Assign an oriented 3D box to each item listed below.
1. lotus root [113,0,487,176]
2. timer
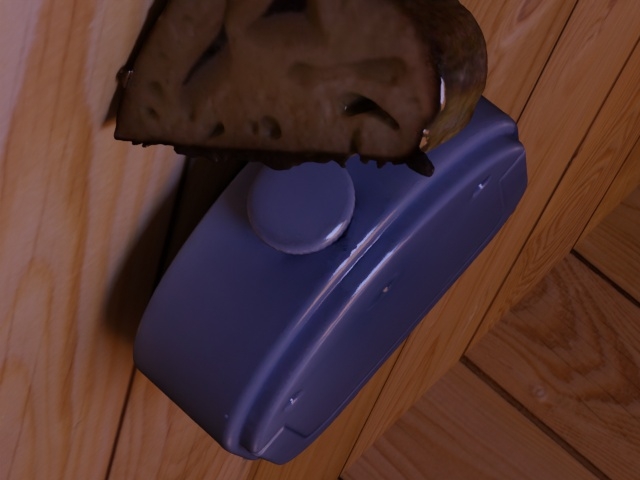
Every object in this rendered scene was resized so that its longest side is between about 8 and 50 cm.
[{"bbox_3d":[-0.022,-0.122,1.055,0.074,0.261,0.170,-32,127,-48],"label":"lotus root"},{"bbox_3d":[0.000,0.000,1.432,0.395,0.173,0.395,-45,166,-14],"label":"timer"}]
